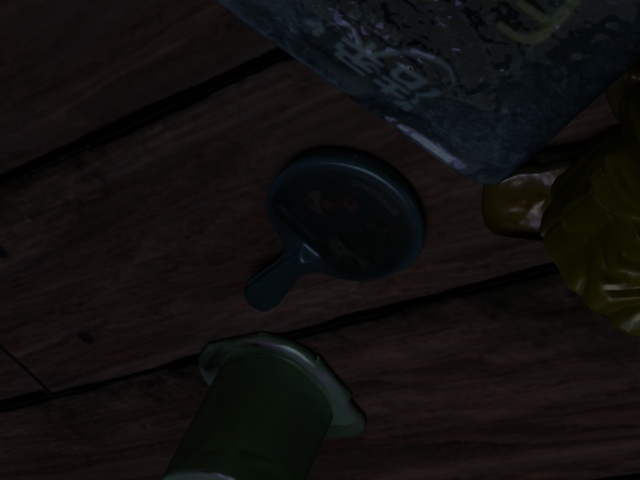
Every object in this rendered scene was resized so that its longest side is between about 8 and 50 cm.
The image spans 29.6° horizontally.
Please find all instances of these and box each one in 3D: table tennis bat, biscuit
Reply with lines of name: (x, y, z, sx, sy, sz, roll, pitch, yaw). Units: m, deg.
table tennis bat: (0.000, 0.000, 0.959, 0.124, 0.033, 0.201, 38, 134, -11)
biscuit: (0.190, -0.059, 0.791, 0.174, 0.039, 0.183, 13, 138, 19)

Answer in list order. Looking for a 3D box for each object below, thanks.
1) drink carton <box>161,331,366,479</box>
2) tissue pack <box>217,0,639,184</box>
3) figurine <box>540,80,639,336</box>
drink carton: (-0.064, 0.185, 1.103, 0.146, 0.142, 0.144, -13, 125, 39)
tissue pack: (0.101, -0.190, 0.646, 0.228, 0.103, 0.315, 34, 139, -9)
figurine: (0.231, -0.095, 0.552, 0.187, 0.168, 0.315, 17, 144, 7)
